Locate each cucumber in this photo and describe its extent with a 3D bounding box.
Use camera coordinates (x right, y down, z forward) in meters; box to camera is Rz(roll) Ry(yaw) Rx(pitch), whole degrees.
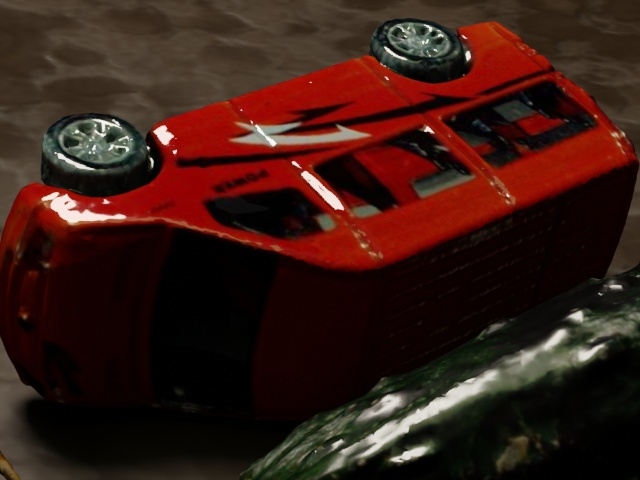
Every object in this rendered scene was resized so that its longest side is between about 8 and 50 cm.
[{"bbox_3d":[0.114,0.035,0.461,0.303,0.081,0.072,-15,64,-26],"label":"cucumber"}]

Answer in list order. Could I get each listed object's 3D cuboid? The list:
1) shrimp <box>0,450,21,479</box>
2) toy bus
[{"bbox_3d":[-0.166,0.044,0.452,0.217,0.051,0.115,26,45,33],"label":"shrimp"},{"bbox_3d":[0.000,0.000,0.510,0.195,0.081,0.089,-21,48,-35],"label":"toy bus"}]
